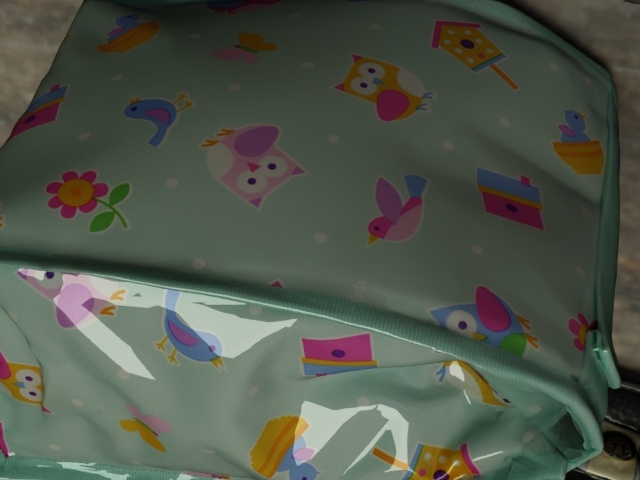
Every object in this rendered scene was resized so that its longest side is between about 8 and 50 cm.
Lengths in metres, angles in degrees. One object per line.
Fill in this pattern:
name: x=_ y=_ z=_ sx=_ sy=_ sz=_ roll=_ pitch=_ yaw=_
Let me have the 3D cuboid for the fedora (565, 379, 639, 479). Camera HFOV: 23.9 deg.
fedora: x=0.122 y=0.226 z=0.823 sx=0.334 sy=0.152 sz=0.334 roll=8 pitch=126 yaw=11

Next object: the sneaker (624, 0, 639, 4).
sneaker: x=0.095 y=-0.152 z=0.602 sx=0.276 sy=0.098 sz=0.135 roll=35 pitch=140 yaw=-20

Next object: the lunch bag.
lunch bag: x=0.000 y=0.000 z=0.654 sx=0.262 sy=0.223 sz=0.160 roll=5 pitch=131 yaw=10
